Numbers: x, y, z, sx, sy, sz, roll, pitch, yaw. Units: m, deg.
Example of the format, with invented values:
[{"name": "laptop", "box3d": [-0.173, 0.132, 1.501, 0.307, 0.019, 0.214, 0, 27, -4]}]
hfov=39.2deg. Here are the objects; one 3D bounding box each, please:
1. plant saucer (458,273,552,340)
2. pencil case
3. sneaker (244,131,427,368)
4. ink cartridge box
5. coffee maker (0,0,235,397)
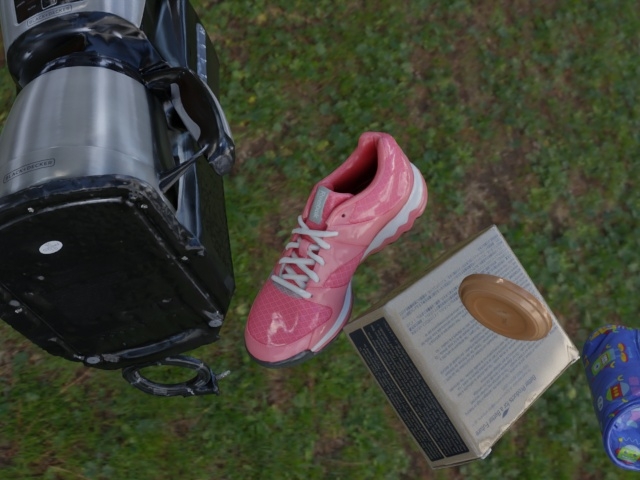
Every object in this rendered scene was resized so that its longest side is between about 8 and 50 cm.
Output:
[{"name": "plant saucer", "box3d": [0.154, 0.059, 0.757, 0.083, 0.083, 0.013, 43, 65, -18]}, {"name": "pencil case", "box3d": [0.493, 0.240, 1.424, 0.119, 0.133, 0.306, 32, 20, -3]}, {"name": "sneaker", "box3d": [0.000, -0.001, 1.044, 0.314, 0.116, 0.136, -54, 146, -17]}, {"name": "ink cartridge box", "box3d": [0.167, 0.117, 1.035, 0.235, 0.088, 0.193, -31, 89, -42]}, {"name": "coffee maker", "box3d": [-0.107, -0.035, 0.462, 0.120, 0.171, 0.178, -2, 51, -8]}]
